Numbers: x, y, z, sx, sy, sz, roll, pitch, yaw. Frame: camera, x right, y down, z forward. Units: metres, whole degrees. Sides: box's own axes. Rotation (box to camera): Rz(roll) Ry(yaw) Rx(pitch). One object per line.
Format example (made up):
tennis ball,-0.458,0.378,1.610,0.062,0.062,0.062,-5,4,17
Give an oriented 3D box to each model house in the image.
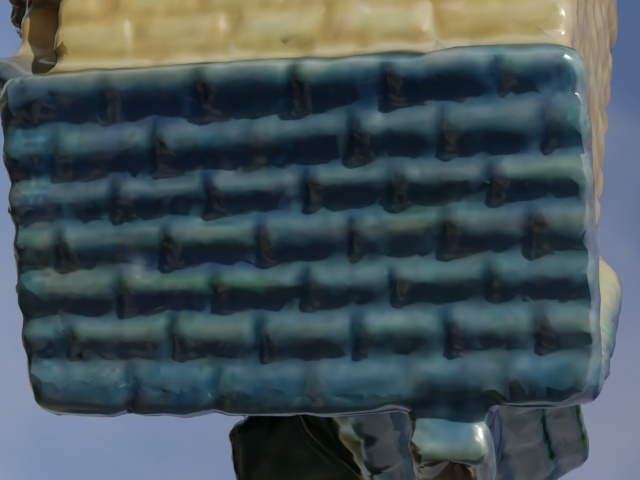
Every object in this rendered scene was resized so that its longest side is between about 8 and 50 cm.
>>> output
model house,0.000,0.000,1.173,0.445,0.395,0.400,70,19,-57

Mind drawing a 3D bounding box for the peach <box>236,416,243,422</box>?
peach,0.079,0.073,1.694,0.310,0.335,0.406,107,-5,-70
